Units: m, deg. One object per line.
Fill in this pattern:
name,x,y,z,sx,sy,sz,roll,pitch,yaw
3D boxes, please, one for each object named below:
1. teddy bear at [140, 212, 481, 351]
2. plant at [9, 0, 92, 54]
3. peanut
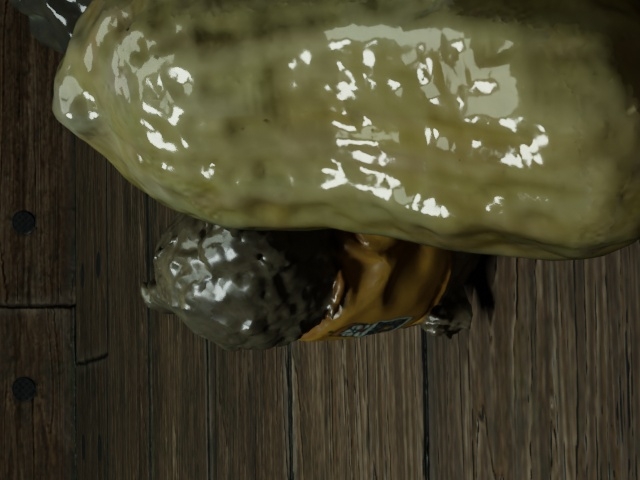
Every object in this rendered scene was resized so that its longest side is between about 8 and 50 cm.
teddy bear,0.000,0.000,0.870,0.177,0.190,0.140,-37,69,59
plant,-0.011,-0.207,0.850,0.312,0.215,0.213,-36,30,34
peanut,0.030,-0.069,0.728,0.159,0.291,0.143,-29,-61,-59
